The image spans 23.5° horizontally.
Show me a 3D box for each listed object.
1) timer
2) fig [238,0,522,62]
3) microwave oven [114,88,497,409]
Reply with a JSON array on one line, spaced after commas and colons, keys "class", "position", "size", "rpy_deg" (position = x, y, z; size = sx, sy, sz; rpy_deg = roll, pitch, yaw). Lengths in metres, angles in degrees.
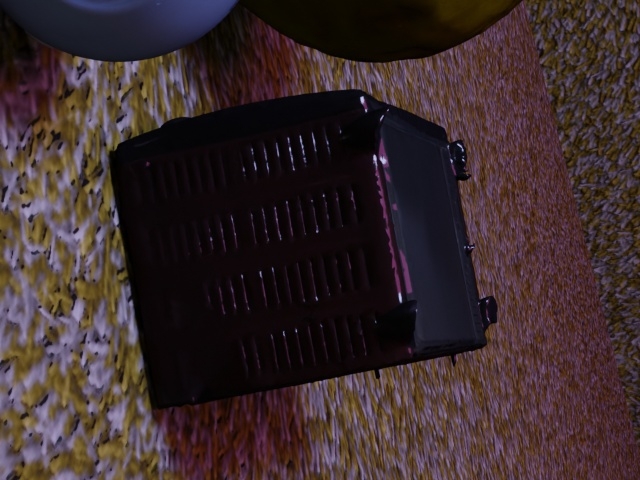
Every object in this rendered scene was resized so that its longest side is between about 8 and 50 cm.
[{"class": "timer", "position": [-0.119, -0.175, 0.849], "size": [0.255, 0.175, 0.175], "rpy_deg": [-167, -118, -76]}, {"class": "fig", "position": [0.032, -0.310, 1.106], "size": [0.343, 0.343, 0.343], "rpy_deg": [-12, 90, -73]}, {"class": "microwave oven", "position": [-0.001, 0.002, 1.002], "size": [0.247, 0.178, 0.188], "rpy_deg": [10, 72, -73]}]
